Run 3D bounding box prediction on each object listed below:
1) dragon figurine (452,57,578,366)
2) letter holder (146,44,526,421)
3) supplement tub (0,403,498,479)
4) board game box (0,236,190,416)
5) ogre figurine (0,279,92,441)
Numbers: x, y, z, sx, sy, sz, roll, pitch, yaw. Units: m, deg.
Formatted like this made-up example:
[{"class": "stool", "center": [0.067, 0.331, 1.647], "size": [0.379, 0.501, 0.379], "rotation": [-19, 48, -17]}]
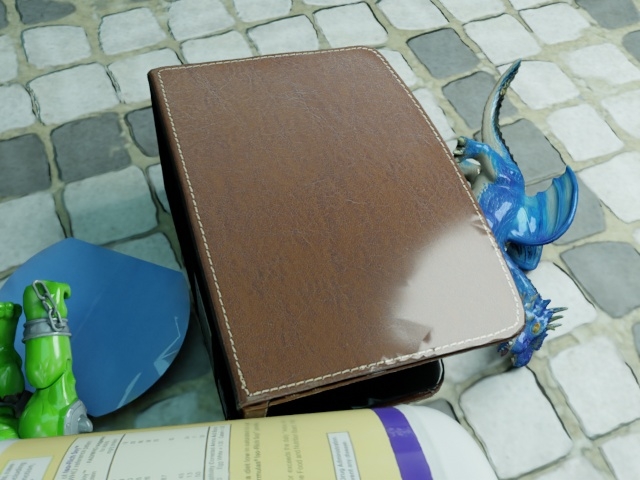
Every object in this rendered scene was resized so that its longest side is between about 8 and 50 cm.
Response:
[{"class": "dragon figurine", "center": [0.177, -0.026, 0.623], "size": [0.144, 0.085, 0.289], "rotation": [23, 61, 10]}, {"class": "letter holder", "center": [0.000, 0.000, 0.558], "size": [0.214, 0.152, 0.302], "rotation": [-13, 57, -15]}, {"class": "supplement tub", "center": [-0.078, 0.216, 0.344], "size": [0.331, 0.241, 0.241], "rotation": [-3, 55, -6]}, {"class": "board game box", "center": [-0.189, 0.073, 0.566], "size": [0.168, 0.033, 0.133], "rotation": [16, 60, 14]}, {"class": "ogre figurine", "center": [-0.238, 0.127, 0.482], "size": [0.197, 0.097, 0.118], "rotation": [-33, 70, -17]}]
